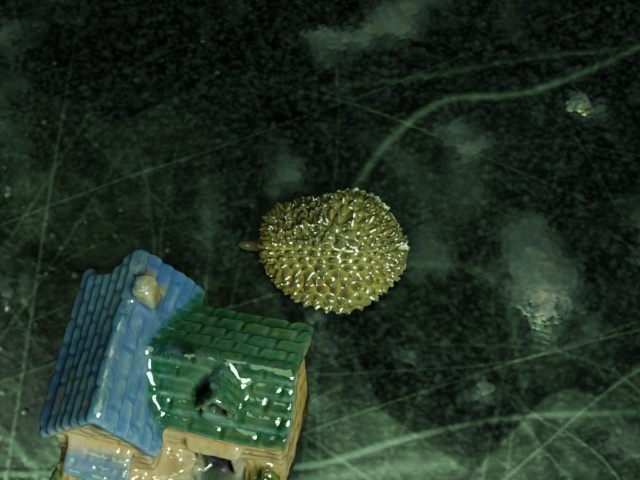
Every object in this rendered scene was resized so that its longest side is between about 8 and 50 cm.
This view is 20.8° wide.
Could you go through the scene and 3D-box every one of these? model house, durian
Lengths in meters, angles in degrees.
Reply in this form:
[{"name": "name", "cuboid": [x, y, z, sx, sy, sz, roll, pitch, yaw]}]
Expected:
[{"name": "model house", "cuboid": [-0.104, 0.108, 1.279, 0.183, 0.172, 0.166, 10, 61, 5]}, {"name": "durian", "cuboid": [0.000, -0.003, 1.399, 0.140, 0.071, 0.110, 2, 61, 7]}]
